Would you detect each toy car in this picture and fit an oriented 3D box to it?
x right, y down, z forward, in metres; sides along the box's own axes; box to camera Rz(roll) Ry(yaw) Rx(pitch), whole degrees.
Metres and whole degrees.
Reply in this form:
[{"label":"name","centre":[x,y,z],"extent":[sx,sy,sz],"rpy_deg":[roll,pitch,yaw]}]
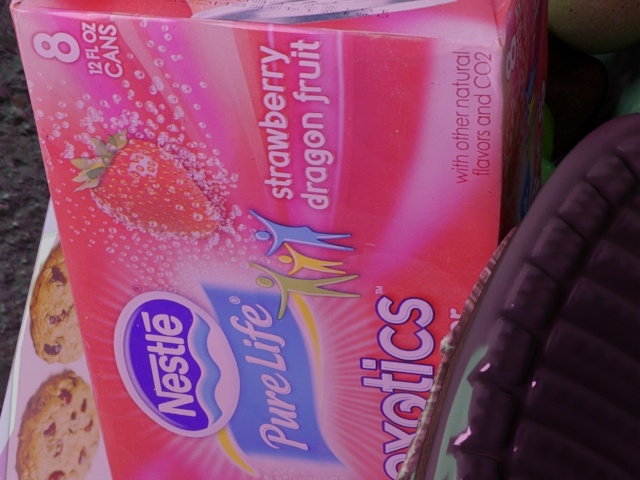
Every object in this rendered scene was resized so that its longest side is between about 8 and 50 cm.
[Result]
[{"label":"toy car","centre":[0.118,-0.140,0.846],"extent":[0.188,0.149,0.155],"rpy_deg":[-43,8,24]}]

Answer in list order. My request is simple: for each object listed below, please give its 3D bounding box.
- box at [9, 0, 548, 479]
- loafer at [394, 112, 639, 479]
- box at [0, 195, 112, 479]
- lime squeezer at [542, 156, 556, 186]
[{"label":"box","centre":[0.000,0.000,0.633],"extent":[0.142,0.154,0.300],"rpy_deg":[-73,-15,-45]},{"label":"loafer","centre":[0.051,0.127,0.480],"extent":[0.130,0.134,0.366],"rpy_deg":[-37,26,62]},{"label":"box","centre":[-0.090,0.033,0.752],"extent":[0.063,0.067,0.324],"rpy_deg":[64,-145,-68]},{"label":"lime squeezer","centre":[0.062,0.025,0.785],"extent":[0.059,0.110,0.310],"rpy_deg":[38,136,45]}]
